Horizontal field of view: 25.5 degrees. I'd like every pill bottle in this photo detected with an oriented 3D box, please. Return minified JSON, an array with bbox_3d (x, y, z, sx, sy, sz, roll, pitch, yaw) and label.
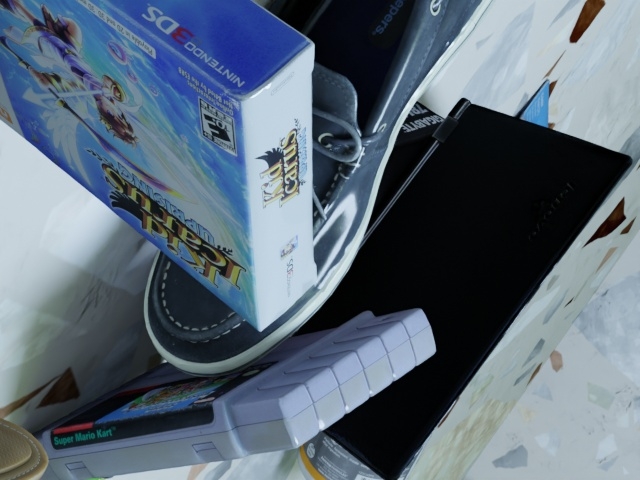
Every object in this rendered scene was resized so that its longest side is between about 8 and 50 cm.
[{"bbox_3d":[0.087,0.227,1.966,0.162,0.162,0.278,-23,143,-54],"label":"pill bottle"}]

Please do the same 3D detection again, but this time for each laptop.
[{"bbox_3d":[0.139,0.070,1.529,0.382,0.236,0.408,-52,158,-5],"label":"laptop"}]

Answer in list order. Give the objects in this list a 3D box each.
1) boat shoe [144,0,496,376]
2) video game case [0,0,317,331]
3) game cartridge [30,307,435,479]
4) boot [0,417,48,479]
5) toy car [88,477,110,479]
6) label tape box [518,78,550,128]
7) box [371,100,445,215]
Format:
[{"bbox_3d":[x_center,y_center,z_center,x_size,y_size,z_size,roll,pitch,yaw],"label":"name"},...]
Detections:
[{"bbox_3d":[-0.012,-0.113,1.210,0.500,0.187,0.156,-57,151,3],"label":"boat shoe"},{"bbox_3d":[-0.120,-0.096,0.868,0.061,0.269,0.244,-43,157,-22],"label":"video game case"},{"bbox_3d":[-0.096,0.144,1.305,0.355,0.068,0.230,-15,-176,40],"label":"game cartridge"},{"bbox_3d":[-0.343,0.255,1.061,0.283,0.109,0.220,-21,136,-49],"label":"boot"},{"bbox_3d":[-0.280,0.277,1.387,0.239,0.053,0.225,-47,180,45],"label":"toy car"},{"bbox_3d":[0.262,-0.030,2.012,0.334,0.106,0.241,-48,159,-13],"label":"label tape box"},{"bbox_3d":[0.000,0.000,1.556,0.293,0.073,0.296,-21,141,-56],"label":"box"}]
